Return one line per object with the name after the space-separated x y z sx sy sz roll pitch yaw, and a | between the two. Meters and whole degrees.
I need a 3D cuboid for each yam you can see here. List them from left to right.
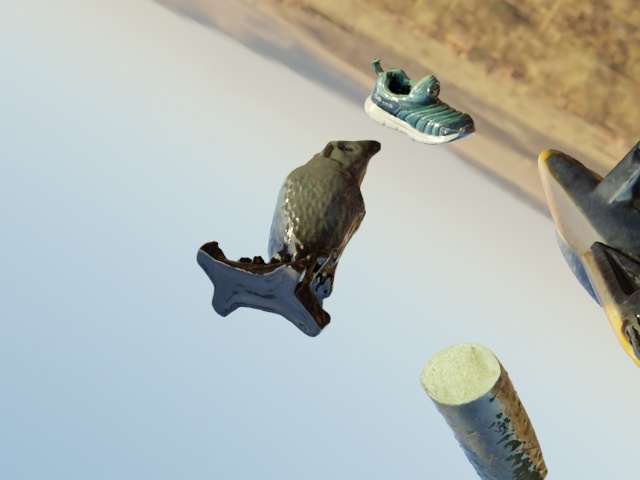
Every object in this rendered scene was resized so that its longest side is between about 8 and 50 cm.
0.145 0.155 1.196 0.068 0.068 0.169 37 167 43 | yam

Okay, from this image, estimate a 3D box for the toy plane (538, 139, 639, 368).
0.178 0.035 0.637 0.204 0.103 0.316 26 -150 -33 | toy plane

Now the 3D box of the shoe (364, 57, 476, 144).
0.112 -0.150 1.546 0.143 0.071 0.064 30 -139 35 | shoe

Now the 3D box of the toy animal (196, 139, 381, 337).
0.003 0.000 1.248 0.121 0.210 0.117 4 131 39 | toy animal
